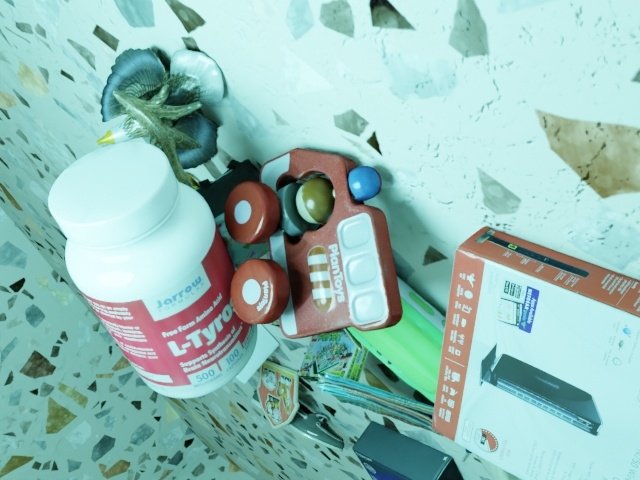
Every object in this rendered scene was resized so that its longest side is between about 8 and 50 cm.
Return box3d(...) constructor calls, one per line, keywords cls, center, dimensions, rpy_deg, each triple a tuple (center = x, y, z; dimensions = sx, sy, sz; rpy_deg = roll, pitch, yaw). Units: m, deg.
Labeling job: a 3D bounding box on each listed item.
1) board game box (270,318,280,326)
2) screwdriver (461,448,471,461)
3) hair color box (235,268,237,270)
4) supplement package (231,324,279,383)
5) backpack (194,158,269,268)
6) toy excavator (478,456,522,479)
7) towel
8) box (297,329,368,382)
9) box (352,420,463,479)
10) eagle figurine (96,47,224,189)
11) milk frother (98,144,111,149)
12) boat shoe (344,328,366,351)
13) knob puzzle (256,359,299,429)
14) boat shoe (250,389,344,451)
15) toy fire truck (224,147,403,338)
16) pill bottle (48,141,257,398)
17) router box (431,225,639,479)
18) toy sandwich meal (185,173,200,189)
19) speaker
box3d(cls="board game box", center=(-0.091, 0.132, 1.453), dimensions=(0.136, 0.030, 0.260), rpy_deg=(14, 151, -1))
box3d(cls="screwdriver", center=(0.328, 0.479, 1.469), dimensions=(0.024, 0.025, 0.170), rpy_deg=(32, 150, 20))
box3d(cls="hair color box", center=(-0.188, 0.033, 1.373), dimensions=(0.043, 0.141, 0.072), rpy_deg=(29, 150, 24))
box3d(cls="supplement package", center=(-0.261, 0.278, 1.818), dimensions=(0.194, 0.149, 0.203), rpy_deg=(48, 153, -12))
box3d(cls="backpack", center=(-0.153, -0.033, 1.205), dimensions=(0.144, 0.166, 0.188), rpy_deg=(44, 154, 13))
box3d(cls="toy excavator", center=(0.505, 0.461, 1.061), dimensions=(0.445, 0.222, 0.433), rpy_deg=(53, 155, 9))
box3d(cls="towel", center=(0.143, 0.338, 1.305), dimensions=(0.271, 0.040, 0.370), rpy_deg=(16, 165, 13))
box3d(cls="box", center=(0.030, 0.253, 1.433), dimensions=(0.036, 0.114, 0.207), rpy_deg=(30, 158, -23))
box3d(cls="box", center=(0.233, 0.594, 1.682), dimensions=(0.261, 0.103, 0.184), rpy_deg=(11, 137, 45))
box3d(cls="eagle figurine", center=(-0.290, -0.219, 1.148), dimensions=(0.298, 0.225, 0.227), rpy_deg=(-128, 43, -74))
box3d(cls="milk frother", center=(-0.443, -0.140, 1.534), dimensions=(0.134, 0.129, 0.143), rpy_deg=(26, -168, 29))
box3d(cls="boat shoe", center=(0.042, 0.142, 1.304), dimensions=(0.190, 0.072, 0.068), rpy_deg=(46, 153, -7))
box3d(cls="knob puzzle", center=(-0.133, 0.458, 1.911), dimensions=(0.213, 0.030, 0.213), rpy_deg=(1, 92, 47))
box3d(cls="boat shoe", center=(-0.062, 0.519, 1.975), dimensions=(0.335, 0.096, 0.112), rpy_deg=(23, 171, 25))
box3d(cls="toy fire truck", center=(0.000, 0.000, 1.005), dimensions=(0.253, 0.302, 0.169), rpy_deg=(-17, 164, 37))
box3d(cls="pill bottle", center=(-0.255, 0.055, 1.041), dimensions=(0.229, 0.229, 0.408), rpy_deg=(24, 147, 32))
box3d(cls="router box", center=(0.313, 0.183, 0.881), dimensions=(0.301, 0.082, 0.336), rpy_deg=(23, 127, 33))
box3d(cls="toy sandwich meal", center=(-0.277, -0.110, 1.408), dimensions=(0.085, 0.029, 0.086), rpy_deg=(32, 151, 20))
box3d(cls="speaker", center=(0.151, 0.159, 1.129), dimensions=(0.296, 0.131, 0.131), rpy_deg=(41, 153, 2))
